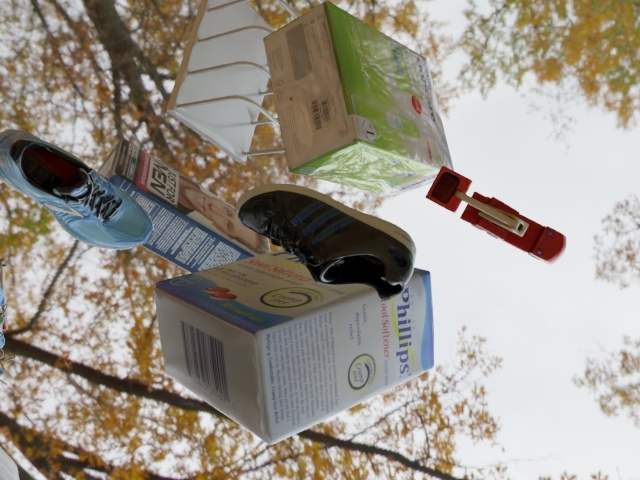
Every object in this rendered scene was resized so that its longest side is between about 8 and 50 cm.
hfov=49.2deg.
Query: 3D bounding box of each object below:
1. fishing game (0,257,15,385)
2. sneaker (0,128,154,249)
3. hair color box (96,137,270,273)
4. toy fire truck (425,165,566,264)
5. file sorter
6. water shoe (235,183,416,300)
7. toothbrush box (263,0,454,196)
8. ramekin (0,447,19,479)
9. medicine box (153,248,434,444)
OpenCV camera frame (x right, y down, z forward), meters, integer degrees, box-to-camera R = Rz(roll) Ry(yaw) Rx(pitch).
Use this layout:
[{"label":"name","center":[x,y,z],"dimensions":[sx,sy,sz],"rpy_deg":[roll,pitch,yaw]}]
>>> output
[{"label":"fishing game","center":[-0.451,0.147,0.971],"dimensions":[0.041,0.189,0.264],"rpy_deg":[2,-149,-16]},{"label":"sneaker","center":[-0.219,-0.039,0.628],"dimensions":[0.073,0.162,0.063],"rpy_deg":[10,-111,55]},{"label":"hair color box","center":[-0.263,-0.039,1.343],"dimensions":[0.105,0.347,0.174],"rpy_deg":[-49,-154,18]},{"label":"toy fire truck","center":[0.231,-0.028,0.901],"dimensions":[0.192,0.135,0.047],"rpy_deg":[29,-85,9]},{"label":"file sorter","center":[-0.108,-0.308,1.219],"dimensions":[0.173,0.193,0.277],"rpy_deg":[0,-111,37]},{"label":"water shoe","center":[0.000,0.000,0.733],"dimensions":[0.203,0.072,0.080],"rpy_deg":[16,-134,7]},{"label":"toothbrush box","center":[0.065,-0.193,1.028],"dimensions":[0.122,0.283,0.206],"rpy_deg":[-19,-106,32]},{"label":"ramekin","center":[-0.558,0.390,0.998],"dimensions":[0.273,0.127,0.273],"rpy_deg":[-32,-156,17]},{"label":"medicine box","center":[-0.036,0.118,0.961],"dimensions":[0.289,0.149,0.264],"rpy_deg":[-16,-161,-36]}]
